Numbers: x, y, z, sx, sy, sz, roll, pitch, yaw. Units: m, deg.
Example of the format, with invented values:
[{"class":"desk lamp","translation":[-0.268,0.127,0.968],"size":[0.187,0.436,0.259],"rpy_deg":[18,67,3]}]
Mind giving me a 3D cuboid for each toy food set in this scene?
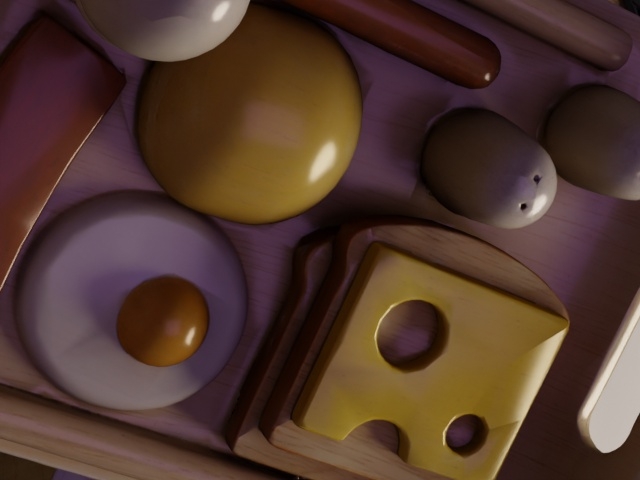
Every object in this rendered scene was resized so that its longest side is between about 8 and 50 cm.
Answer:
[{"class":"toy food set","translation":[0.000,0.000,0.496],"size":[0.306,0.092,0.220],"rpy_deg":[22,98,-25]}]

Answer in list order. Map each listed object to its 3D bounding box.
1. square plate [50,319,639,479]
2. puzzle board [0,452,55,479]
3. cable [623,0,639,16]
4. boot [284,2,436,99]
[{"class":"square plate","translation":[0.064,0.059,0.686],"size":[0.347,0.049,0.344],"rpy_deg":[32,72,-40]},{"class":"puzzle board","translation":[-0.094,0.037,0.650],"size":[0.096,0.011,0.128],"rpy_deg":[-13,118,-34]},{"class":"cable","translation":[0.145,-0.074,0.697],"size":[0.047,0.151,0.184],"rpy_deg":[-30,169,29]},{"class":"boot","translation":[-0.078,-0.175,0.530],"size":[0.280,0.096,0.264],"rpy_deg":[8,96,-23]}]
